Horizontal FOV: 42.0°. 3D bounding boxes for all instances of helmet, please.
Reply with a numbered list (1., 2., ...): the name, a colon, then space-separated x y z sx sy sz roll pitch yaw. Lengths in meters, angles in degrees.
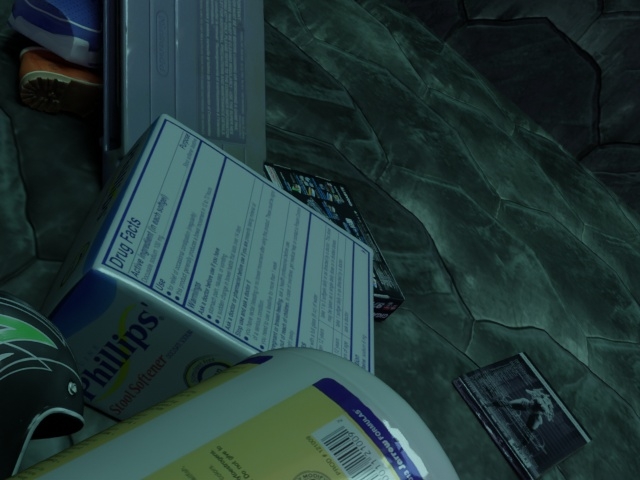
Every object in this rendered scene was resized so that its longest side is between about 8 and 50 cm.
1. helmet: -0.249 0.105 0.556 0.169 0.169 0.162 38 51 -9

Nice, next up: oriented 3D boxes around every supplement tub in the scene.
1. supplement tub: -0.092 0.224 0.467 0.331 0.241 0.241 -22 68 -38

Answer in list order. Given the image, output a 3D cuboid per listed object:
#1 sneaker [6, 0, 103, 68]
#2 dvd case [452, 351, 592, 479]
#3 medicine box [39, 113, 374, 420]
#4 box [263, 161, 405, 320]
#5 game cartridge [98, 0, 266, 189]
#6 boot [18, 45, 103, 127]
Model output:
1. sneaker: -0.261 -0.337 1.069 0.127 0.182 0.315 30 23 6
2. dvd case: 0.292 0.245 1.189 0.221 0.018 0.164 -5 54 -52
3. medicine box: -0.098 0.059 0.820 0.289 0.149 0.263 32 31 -18
4. box: 0.000 0.000 1.115 0.175 0.051 0.220 11 43 -43
5. game cartridge: -0.162 -0.222 1.018 0.230 0.068 0.355 4 83 -53
6. boot: -0.287 -0.189 1.007 0.158 0.059 0.085 14 36 -40
